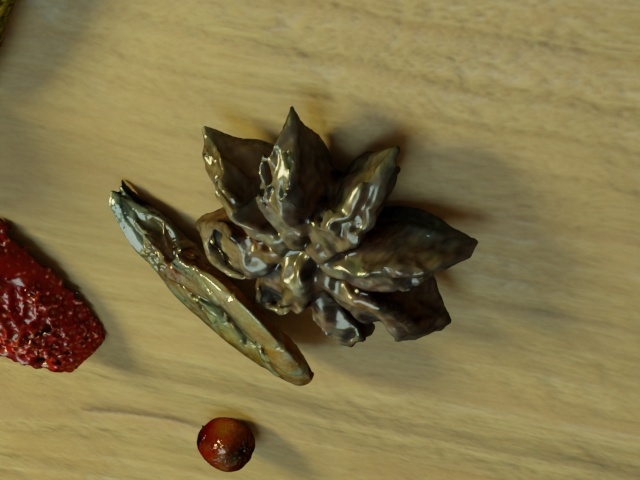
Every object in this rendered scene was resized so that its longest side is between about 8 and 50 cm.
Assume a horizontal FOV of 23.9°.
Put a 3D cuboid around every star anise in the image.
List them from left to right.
[{"bbox_3d":[0.002,0.001,1.563,0.332,0.117,0.331,21,147,14],"label":"star anise"}]

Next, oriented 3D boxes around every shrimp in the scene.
[{"bbox_3d":[-0.121,0.054,1.712,0.317,0.062,0.164,46,166,-10],"label":"shrimp"}]

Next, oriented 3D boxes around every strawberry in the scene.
[{"bbox_3d":[-0.411,0.079,1.917,0.286,0.106,0.188,38,143,-12],"label":"strawberry"}]

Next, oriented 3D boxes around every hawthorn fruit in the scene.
[{"bbox_3d":[-0.125,0.265,1.973,0.077,0.077,0.077,17,140,15],"label":"hawthorn fruit"}]

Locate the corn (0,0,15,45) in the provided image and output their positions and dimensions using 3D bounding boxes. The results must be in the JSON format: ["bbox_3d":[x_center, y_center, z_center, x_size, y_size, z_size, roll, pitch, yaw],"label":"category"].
[{"bbox_3d":[-0.366,-0.236,1.543,0.101,0.101,0.310,33,142,-4],"label":"corn"}]
